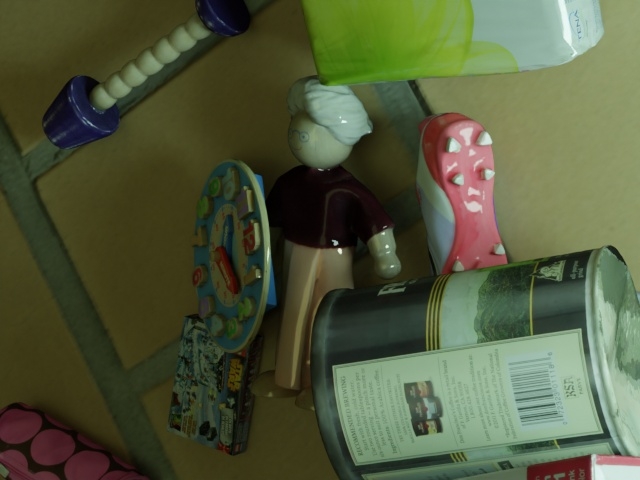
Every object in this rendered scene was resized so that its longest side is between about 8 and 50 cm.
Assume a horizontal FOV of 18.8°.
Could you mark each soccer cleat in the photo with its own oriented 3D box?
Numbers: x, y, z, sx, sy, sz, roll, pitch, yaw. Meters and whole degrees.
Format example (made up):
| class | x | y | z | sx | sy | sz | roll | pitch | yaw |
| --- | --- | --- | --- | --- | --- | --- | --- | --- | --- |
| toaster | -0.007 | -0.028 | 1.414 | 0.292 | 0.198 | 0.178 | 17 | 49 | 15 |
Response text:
| class | x | y | z | sx | sy | sz | roll | pitch | yaw |
| --- | --- | --- | --- | --- | --- | --- | --- | --- | --- |
| soccer cleat | 0.136 | -0.007 | 1.942 | 0.095 | 0.083 | 0.248 | -149 | 53 | -66 |

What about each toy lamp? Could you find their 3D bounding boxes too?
| class | x | y | z | sx | sy | sz | roll | pitch | yaw |
| --- | --- | --- | --- | --- | --- | --- | --- | --- | --- |
| toy lamp | -0.198 | -0.185 | 2.115 | 0.274 | 0.080 | 0.080 | -33 | 79 | 31 |

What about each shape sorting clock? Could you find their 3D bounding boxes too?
| class | x | y | z | sx | sy | sz | roll | pitch | yaw |
| --- | --- | --- | --- | --- | --- | --- | --- | --- | --- |
| shape sorting clock | -0.098 | 0.016 | 2.049 | 0.206 | 0.040 | 0.206 | -4 | 86 | 62 |

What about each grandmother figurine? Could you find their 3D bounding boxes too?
| class | x | y | z | sx | sy | sz | roll | pitch | yaw |
| --- | --- | --- | --- | --- | --- | --- | --- | --- | --- |
| grandmother figurine | 0.000 | 0.000 | 2.001 | 0.207 | 0.104 | 0.342 | 9 | 101 | 34 |

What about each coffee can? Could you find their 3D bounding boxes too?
| class | x | y | z | sx | sy | sz | roll | pitch | yaw |
| --- | --- | --- | --- | --- | --- | --- | --- | --- | --- |
| coffee can | 0.154 | 0.125 | 1.806 | 0.275 | 0.201 | 0.202 | -10 | 91 | 20 |

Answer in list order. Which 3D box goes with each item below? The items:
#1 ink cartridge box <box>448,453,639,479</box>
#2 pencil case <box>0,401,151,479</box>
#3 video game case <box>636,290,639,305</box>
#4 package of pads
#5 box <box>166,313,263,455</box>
| class | x | y | z | sx | sy | sz | roll | pitch | yaw |
| --- | --- | --- | --- | --- | --- | --- | --- | --- | --- |
| ink cartridge box | 0.192 | 0.274 | 1.726 | 0.306 | 0.226 | 0.131 | -14 | 75 | 42 |
| pencil case | -0.296 | 0.268 | 2.220 | 0.209 | 0.098 | 0.095 | 23 | 108 | 27 |
| video game case | 0.370 | 0.158 | 1.839 | 0.212 | 0.023 | 0.193 | 10 | 102 | 31 |
| package of pads | 0.114 | -0.269 | 1.872 | 0.296 | 0.101 | 0.229 | -4 | 109 | 32 |
| box | -0.117 | 0.159 | 2.137 | 0.094 | 0.027 | 0.137 | 18 | 105 | 30 |
